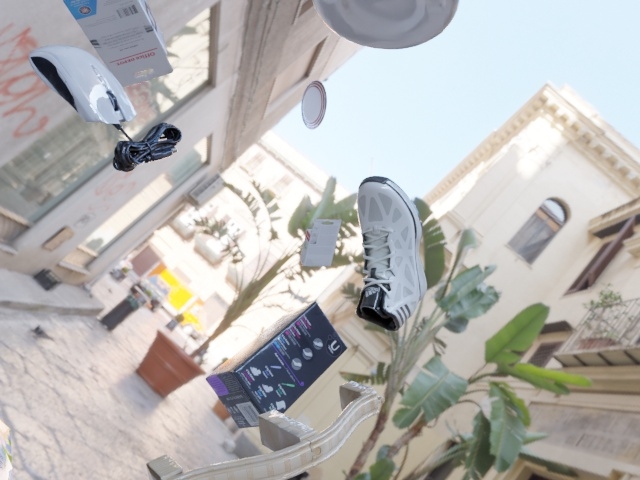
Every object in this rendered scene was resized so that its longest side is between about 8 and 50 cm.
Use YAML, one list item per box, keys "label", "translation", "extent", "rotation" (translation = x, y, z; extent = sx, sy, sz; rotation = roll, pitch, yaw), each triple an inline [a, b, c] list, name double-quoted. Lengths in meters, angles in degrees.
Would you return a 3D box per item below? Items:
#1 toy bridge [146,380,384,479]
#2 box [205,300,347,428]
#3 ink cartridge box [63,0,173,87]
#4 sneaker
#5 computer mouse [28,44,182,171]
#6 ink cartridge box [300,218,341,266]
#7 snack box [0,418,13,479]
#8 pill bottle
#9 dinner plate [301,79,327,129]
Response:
- label: "toy bridge"
  translation: [-0.022, 0.145, 0.365]
  extent: [0.063, 0.188, 0.026]
  rotation: [-2, -84, 53]
- label: "box"
  translation: [-0.097, 0.283, 1.153]
  extent: [0.143, 0.270, 0.165]
  rotation: [56, -38, -3]
- label: "ink cartridge box"
  translation: [-0.327, -0.351, 0.831]
  extent: [0.180, 0.104, 0.060]
  rotation: [74, -1, -61]
- label: "sneaker"
  translation: [0.181, 0.060, 1.389]
  extent: [0.169, 0.257, 0.447]
  rotation: [-5, -61, 30]
- label: "computer mouse"
  translation: [-0.245, -0.161, 0.561]
  extent: [0.193, 0.106, 0.042]
  rotation: [44, -54, 2]
- label: "ink cartridge box"
  translation: [0.000, 0.000, 1.039]
  extent: [0.029, 0.063, 0.115]
  rotation: [-120, -143, -54]
- label: "snack box"
  translation: [-0.374, 0.189, 0.475]
  extent: [0.207, 0.070, 0.174]
  rotation: [17, -44, 57]
- label: "pill bottle"
  translation: [0.124, -0.530, 0.785]
  extent: [0.224, 0.391, 0.224]
  rotation: [9, -14, 2]
- label: "dinner plate"
  translation: [-0.022, -0.393, 1.454]
  extent: [0.017, 0.141, 0.141]
  rotation: [14, -29, 29]
